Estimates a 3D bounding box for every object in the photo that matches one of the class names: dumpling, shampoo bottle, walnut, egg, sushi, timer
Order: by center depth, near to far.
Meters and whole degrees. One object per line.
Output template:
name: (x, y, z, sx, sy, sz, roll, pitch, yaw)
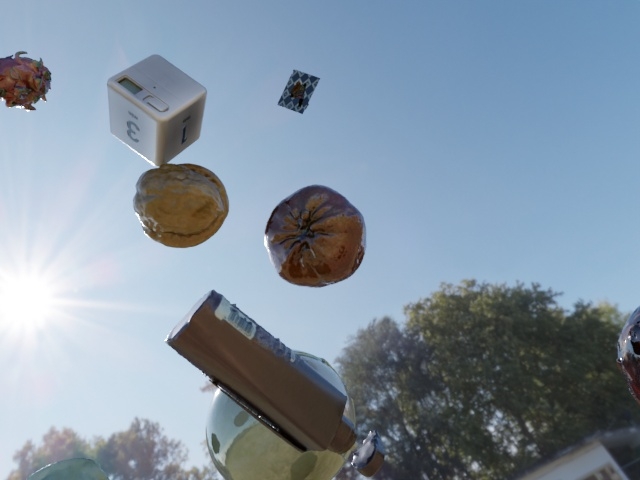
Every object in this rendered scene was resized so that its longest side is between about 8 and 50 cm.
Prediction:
shampoo bottle: (-0.031, 0.141, 0.420, 0.236, 0.068, 0.067, 44, -48, -13)
egg: (-0.068, 0.347, 0.874, 0.278, 0.279, 0.336, 6, -25, -36)
dumpling: (-0.600, 0.605, 1.047, 0.219, 0.153, 0.108, 11, -69, -29)
walnut: (-0.383, -0.098, 1.263, 0.256, 0.257, 0.224, -25, -7, -4)
timer: (-0.457, -0.363, 1.270, 0.194, 0.192, 0.195, -53, -3, -36)
sushi: (-0.061, -0.445, 1.367, 0.026, 0.126, 0.120, 19, -79, -52)

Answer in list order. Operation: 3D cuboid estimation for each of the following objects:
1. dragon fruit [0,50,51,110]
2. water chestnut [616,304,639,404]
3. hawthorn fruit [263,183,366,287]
dragon fruit: (-0.858, -0.425, 1.255, 0.236, 0.135, 0.137, -56, 10, -29)
water chestnut: (0.503, 0.185, 0.547, 0.299, 0.300, 0.300, -17, -38, -14)
hawthorn fruit: (-0.004, -0.003, 1.085, 0.258, 0.258, 0.261, -44, -40, 20)
